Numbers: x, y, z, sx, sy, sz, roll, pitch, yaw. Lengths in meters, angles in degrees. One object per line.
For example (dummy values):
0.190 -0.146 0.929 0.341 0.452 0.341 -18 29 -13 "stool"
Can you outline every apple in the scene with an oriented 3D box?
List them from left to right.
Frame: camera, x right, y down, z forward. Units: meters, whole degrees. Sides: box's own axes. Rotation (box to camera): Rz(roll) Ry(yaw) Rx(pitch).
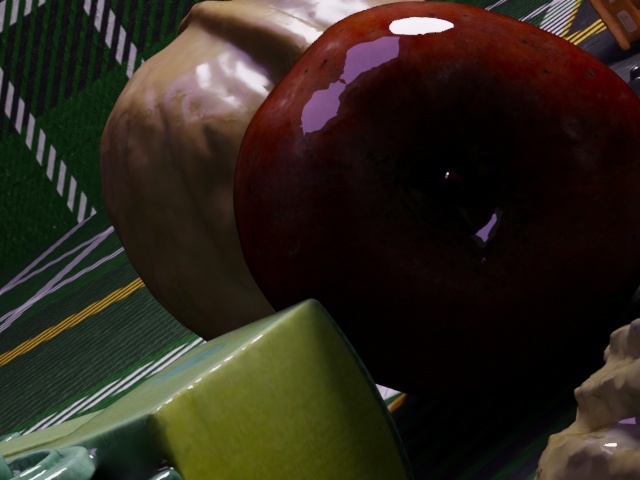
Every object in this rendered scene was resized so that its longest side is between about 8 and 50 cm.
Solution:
0.061 -0.021 0.831 0.234 0.234 0.234 -31 10 6 "apple"

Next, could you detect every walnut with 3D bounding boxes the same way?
-0.009 -0.057 1.099 0.296 0.285 0.285 -42 12 -19 "walnut"

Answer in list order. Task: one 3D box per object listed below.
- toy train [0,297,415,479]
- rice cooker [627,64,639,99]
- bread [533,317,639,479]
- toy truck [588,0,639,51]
-0.148 0.167 0.760 0.397 0.160 0.253 -24 6 39 "toy train"
0.236 -0.072 0.863 0.112 0.106 0.165 -31 -2 -14 "rice cooker"
0.139 0.066 0.388 0.252 0.133 0.174 -36 9 -17 "bread"
0.417 -0.362 1.502 0.387 0.173 0.207 -38 6 -27 "toy truck"
